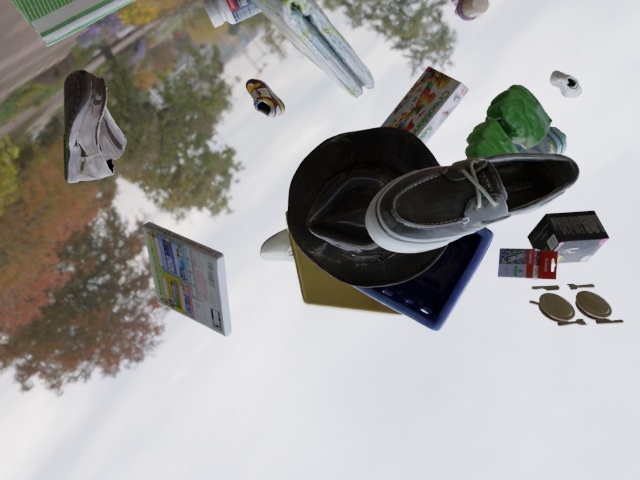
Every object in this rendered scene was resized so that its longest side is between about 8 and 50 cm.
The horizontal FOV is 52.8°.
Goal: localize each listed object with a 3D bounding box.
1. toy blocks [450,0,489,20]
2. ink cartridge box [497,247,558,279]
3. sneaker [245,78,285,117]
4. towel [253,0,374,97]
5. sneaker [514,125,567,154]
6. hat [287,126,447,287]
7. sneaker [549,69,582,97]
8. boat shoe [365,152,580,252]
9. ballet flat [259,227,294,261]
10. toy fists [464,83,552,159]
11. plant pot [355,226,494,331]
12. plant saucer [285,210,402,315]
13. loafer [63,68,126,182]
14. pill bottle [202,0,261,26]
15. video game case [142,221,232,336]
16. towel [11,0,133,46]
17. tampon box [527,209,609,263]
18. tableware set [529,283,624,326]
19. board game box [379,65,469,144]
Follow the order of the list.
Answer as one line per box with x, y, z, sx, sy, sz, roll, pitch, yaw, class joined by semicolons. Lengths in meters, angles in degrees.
0.291;-0.644;1.438;0.309;0.288;0.260;-44;-160;-10;toy blocks
0.423;0.048;1.318;0.115;0.029;0.062;0;-98;41;ink cartridge box
-0.205;-0.487;2.194;0.084;0.185;0.069;-27;151;-45;sneaker
-0.046;-0.517;1.515;0.090;0.374;0.320;-47;-128;7;towel
0.731;-0.275;2.076;0.208;0.127;0.319;-13;-137;-7;sneaker
0.067;-0.048;1.160;0.331;0.331;0.134;-33;177;26;hat
0.736;-0.454;1.899;0.061;0.152;0.053;31;-77;47;sneaker
0.225;-0.076;0.937;0.335;0.121;0.119;-17;168;-22;boat shoe
0.000;0.000;2.123;0.400;0.139;0.139;-20;-171;-24;ballet flat
0.425;-0.246;1.494;0.279;0.142;0.096;-53;-159;-23;toy fists
0.223;0.036;1.381;0.236;0.236;0.212;-63;161;7;plant pot
0.054;0.083;1.871;0.081;0.333;0.332;-54;-143;40;plant saucer
-0.494;-0.247;1.416;0.366;0.130;0.133;137;-53;-60;loafer
-0.247;-0.701;1.894;0.180;0.108;0.108;-25;-161;1;pill bottle
-0.266;0.080;1.301;0.193;0.212;0.023;21;-137;25;video game case
-0.549;-0.582;1.291;0.248;0.325;0.038;-38;-170;-21;towel
0.688;-0.007;1.794;0.120;0.161;0.101;108;-27;-53;tampon box
0.584;0.159;1.491;0.128;0.194;0.039;-112;-150;-45;tableware set
0.309;-0.394;2.044;0.305;0.053;0.193;-51;-143;9;board game box
